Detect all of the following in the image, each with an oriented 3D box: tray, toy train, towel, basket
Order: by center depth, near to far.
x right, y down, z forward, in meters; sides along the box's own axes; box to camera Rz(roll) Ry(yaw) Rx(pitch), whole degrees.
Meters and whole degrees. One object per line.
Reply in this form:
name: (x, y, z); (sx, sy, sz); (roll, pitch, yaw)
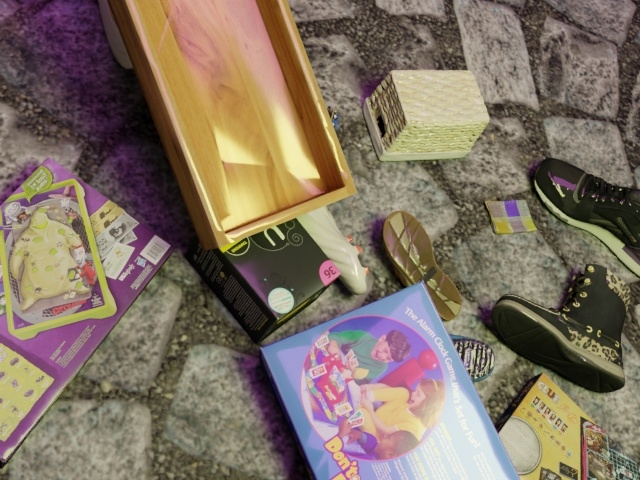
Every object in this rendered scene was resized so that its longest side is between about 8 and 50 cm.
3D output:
tray: (-0.122, -0.215, 1.117); (0.203, 0.076, 0.410); (-23, 95, -26)
toy train: (0.005, -0.139, 1.362); (0.036, 0.027, 0.158); (21, 59, -16)
basket: (0.169, -0.200, 1.415); (0.167, 0.103, 0.113); (-5, 66, -24)
towel: (0.307, -0.039, 1.446); (0.083, 0.009, 0.060); (-2, 65, -23)

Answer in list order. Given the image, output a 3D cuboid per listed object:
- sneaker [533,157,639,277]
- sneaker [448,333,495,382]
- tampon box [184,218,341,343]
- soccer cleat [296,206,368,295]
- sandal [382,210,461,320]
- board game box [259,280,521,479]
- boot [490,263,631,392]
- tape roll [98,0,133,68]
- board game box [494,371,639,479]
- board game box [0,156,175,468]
sneaker: (0.490, -0.062, 1.464); (0.283, 0.124, 0.107); (35, 56, -2)
sneaker: (0.140, 0.155, 1.256); (0.209, 0.082, 0.069); (15, 77, 5)
tampon box: (-0.078, 0.031, 1.197); (0.120, 0.101, 0.161); (-36, 82, -32)
soccer cleat: (0.000, 0.000, 1.273); (0.076, 0.068, 0.196); (-26, 75, -15)
sandal: (0.142, 0.042, 1.319); (0.072, 0.049, 0.180); (-36, 97, -27)
board game box: (0.096, 0.256, 1.131); (0.233, 0.078, 0.347); (-21, 73, -11)
boot: (0.372, 0.105, 1.357); (0.236, 0.085, 0.178); (32, 55, -12)
tape roll: (-0.207, -0.371, 1.264); (0.169, 0.246, 0.246); (-9, 69, -26)
board game box: (0.352, 0.329, 1.259); (0.243, 0.042, 0.165); (45, 57, 4)
board game box: (-0.360, 0.076, 1.094); (0.208, 0.056, 0.347); (38, 57, -6)
